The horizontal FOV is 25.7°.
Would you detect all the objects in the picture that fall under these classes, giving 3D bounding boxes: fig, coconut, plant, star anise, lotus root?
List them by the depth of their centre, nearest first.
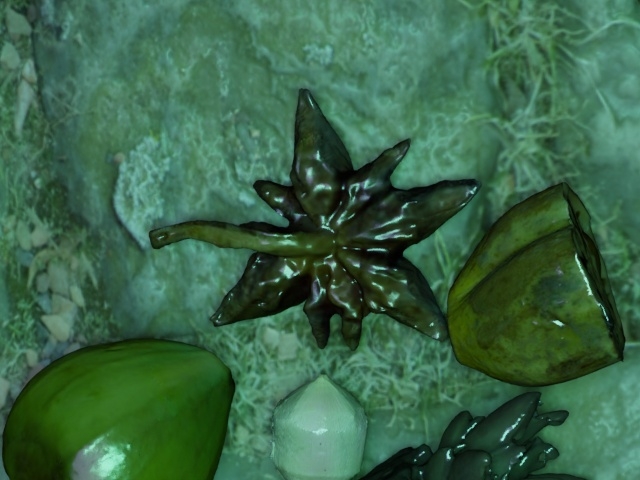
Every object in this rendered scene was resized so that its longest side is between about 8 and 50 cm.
[{"bbox_3d":[0.215,0.054,1.476,0.180,0.188,0.199,-17,88,17],"label":"lotus root"},{"bbox_3d":[0.137,0.297,1.491,0.320,0.194,0.182,-28,95,13],"label":"plant"},{"bbox_3d":[-0.208,0.221,1.534,0.271,0.239,0.239,-33,82,-4],"label":"fig"},{"bbox_3d":[-0.003,0.208,1.553,0.110,0.110,0.124,5,96,12],"label":"coconut"},{"bbox_3d":[0.001,-0.002,1.558,0.349,0.109,0.292,32,86,10],"label":"star anise"}]

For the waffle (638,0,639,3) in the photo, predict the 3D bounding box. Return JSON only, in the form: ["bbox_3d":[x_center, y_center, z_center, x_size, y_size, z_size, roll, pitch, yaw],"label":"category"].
[{"bbox_3d":[0.456,-0.343,1.443,0.327,0.098,0.224,-28,50,11],"label":"waffle"}]
